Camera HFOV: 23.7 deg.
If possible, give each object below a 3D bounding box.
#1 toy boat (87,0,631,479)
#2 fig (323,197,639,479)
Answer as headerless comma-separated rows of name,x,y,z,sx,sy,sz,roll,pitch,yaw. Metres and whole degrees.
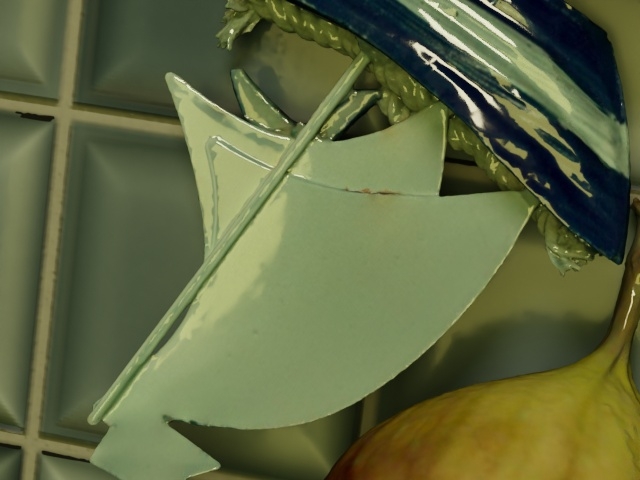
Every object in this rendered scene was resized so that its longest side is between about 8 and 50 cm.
toy boat,-0.010,-0.029,0.674,0.291,0.070,0.210,-31,74,15
fig,0.098,0.096,0.638,0.160,0.143,0.231,32,104,10
